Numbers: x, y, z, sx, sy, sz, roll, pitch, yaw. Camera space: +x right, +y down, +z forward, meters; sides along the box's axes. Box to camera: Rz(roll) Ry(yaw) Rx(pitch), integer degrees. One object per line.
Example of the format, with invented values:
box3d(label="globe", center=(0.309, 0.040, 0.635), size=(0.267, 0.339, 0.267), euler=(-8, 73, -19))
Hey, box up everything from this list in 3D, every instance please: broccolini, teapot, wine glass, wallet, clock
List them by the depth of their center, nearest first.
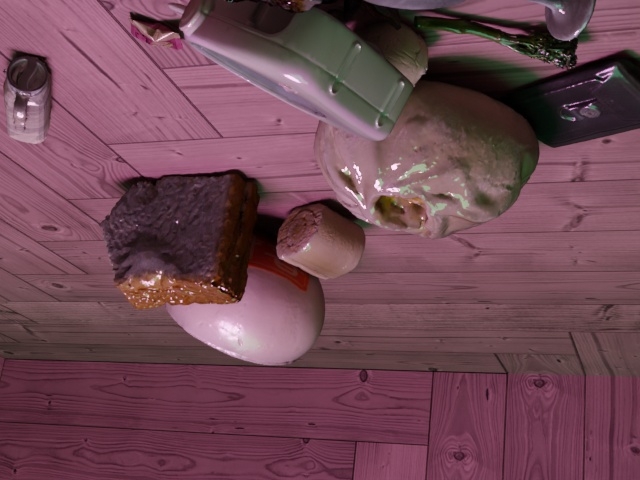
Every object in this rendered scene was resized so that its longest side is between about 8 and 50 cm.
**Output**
box3d(label="wine glass", center=(0.163, -0.227, 1.198), size=(0.309, 0.264, 0.096), euler=(3, -166, -25))
box3d(label="clock", center=(-0.056, -0.257, 1.324), size=(0.324, 0.109, 0.265), euler=(30, -176, 33))
box3d(label="broccolini", center=(0.247, -0.285, 1.383), size=(0.239, 0.054, 0.051), euler=(12, 124, -7))
box3d(label="wallet", center=(0.408, -0.207, 1.544), size=(0.168, 0.052, 0.245), euler=(26, 155, -34))
box3d(label="teapot", center=(-0.503, -0.226, 1.687), size=(0.077, 0.107, 0.200), euler=(14, 158, -10))

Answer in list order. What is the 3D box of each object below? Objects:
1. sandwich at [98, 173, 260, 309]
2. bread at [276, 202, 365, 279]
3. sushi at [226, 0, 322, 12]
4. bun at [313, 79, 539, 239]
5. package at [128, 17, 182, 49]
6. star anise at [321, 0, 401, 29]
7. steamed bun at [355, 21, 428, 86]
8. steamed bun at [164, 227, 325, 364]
box3d(label="sandwich", center=(-0.295, 0.000, 2.009), size=(0.325, 0.262, 0.131), euler=(-3, 152, 24))
box3d(label="bread", center=(0.000, 0.000, 2.101), size=(0.141, 0.134, 0.148), euler=(27, 140, -35))
box3d(label="sushi", center=(-0.069, -0.373, 1.032), size=(0.181, 0.196, 0.343), euler=(-1, 160, 1))
box3d(label="bun", center=(0.169, -0.113, 1.612), size=(0.365, 0.219, 0.365), euler=(9, 164, 3))
box3d(label="package", center=(-0.250, -0.311, 1.492), size=(0.083, 0.029, 0.059), euler=(18, 167, 0))
box3d(label="star anise", center=(0.062, -0.337, 1.270), size=(0.180, 0.061, 0.204), euler=(23, 152, -20))
box3d(label="steamed bun", center=(0.087, -0.256, 1.441), size=(0.130, 0.091, 0.112), euler=(-11, 152, 40))
box3d(label="steamed bun", center=(-0.154, 0.101, 2.199), size=(0.374, 0.241, 0.374), euler=(24, -163, -8))
